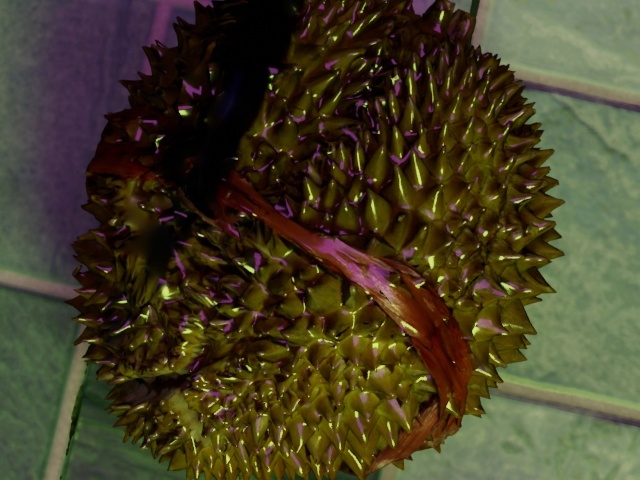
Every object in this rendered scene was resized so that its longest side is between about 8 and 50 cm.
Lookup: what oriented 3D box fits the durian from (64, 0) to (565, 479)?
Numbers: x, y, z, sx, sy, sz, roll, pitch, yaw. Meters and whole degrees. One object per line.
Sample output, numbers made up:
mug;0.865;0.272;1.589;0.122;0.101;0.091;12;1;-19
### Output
durian;-0.004;-0.003;1.246;0.347;0.347;0.384;35;87;3
